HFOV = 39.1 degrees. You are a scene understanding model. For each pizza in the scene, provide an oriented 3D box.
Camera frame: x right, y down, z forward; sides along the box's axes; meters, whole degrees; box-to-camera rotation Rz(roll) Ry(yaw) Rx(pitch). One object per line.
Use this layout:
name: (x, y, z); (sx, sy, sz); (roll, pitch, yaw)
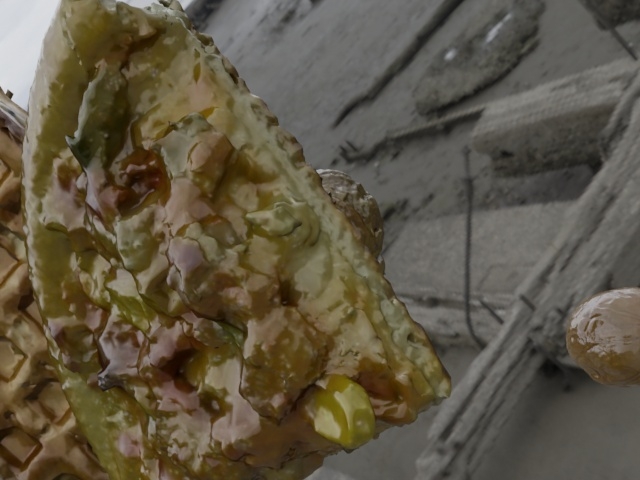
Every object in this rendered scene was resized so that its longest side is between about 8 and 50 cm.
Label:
pizza: (-0.095, 0.036, 0.489); (0.087, 0.258, 0.268); (-29, -10, -44)

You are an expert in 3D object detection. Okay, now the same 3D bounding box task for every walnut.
walnut: (0.483, 0.154, 1.425); (0.167, 0.167, 0.207); (-55, 6, -17)

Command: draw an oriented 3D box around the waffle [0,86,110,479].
waffle: (-0.215, 0.048, 0.657); (0.213, 0.308, 0.091); (-48, 1, 7)

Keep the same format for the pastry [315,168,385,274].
pastry: (0.000, 0.000, 1.551); (0.240, 0.235, 0.132); (-45, 14, 24)
